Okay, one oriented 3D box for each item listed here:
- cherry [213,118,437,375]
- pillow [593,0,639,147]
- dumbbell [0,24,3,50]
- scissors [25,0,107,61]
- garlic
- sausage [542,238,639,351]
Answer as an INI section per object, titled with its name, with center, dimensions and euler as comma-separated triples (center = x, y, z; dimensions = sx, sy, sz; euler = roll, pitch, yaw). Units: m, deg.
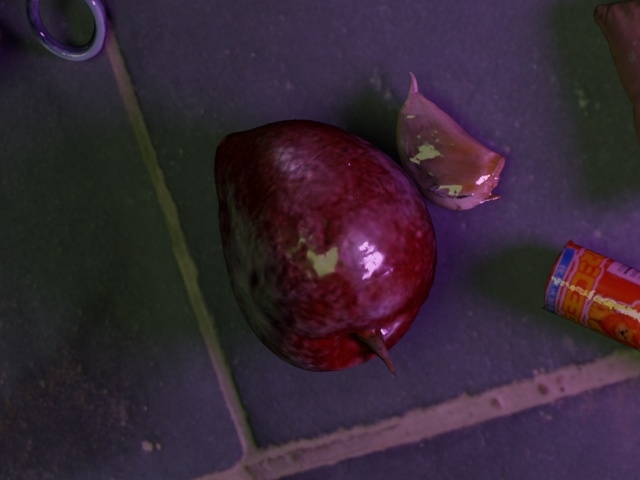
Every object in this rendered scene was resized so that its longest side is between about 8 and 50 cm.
[cherry]
center = 0.000, 0.000, 1.792
dimensions = 0.300, 0.203, 0.230
euler = 54, 159, 18
[pillow]
center = 0.377, -0.147, 1.627
dimensions = 0.236, 0.084, 0.223
euler = -21, 86, 27
[dumbbell]
center = -0.497, -0.135, 2.069
dimensions = 0.179, 0.179, 0.406
euler = 36, 114, 19
[scissors]
center = -0.346, -0.374, 1.926
dimensions = 0.383, 0.029, 0.256
euler = 32, 118, -12
[garlic]
center = 0.118, -0.085, 1.802
dimensions = 0.152, 0.066, 0.084
euler = 42, 85, 16
[sausage]
center = 0.343, 0.086, 1.697
dimensions = 0.274, 0.074, 0.074
euler = 25, 110, 22
